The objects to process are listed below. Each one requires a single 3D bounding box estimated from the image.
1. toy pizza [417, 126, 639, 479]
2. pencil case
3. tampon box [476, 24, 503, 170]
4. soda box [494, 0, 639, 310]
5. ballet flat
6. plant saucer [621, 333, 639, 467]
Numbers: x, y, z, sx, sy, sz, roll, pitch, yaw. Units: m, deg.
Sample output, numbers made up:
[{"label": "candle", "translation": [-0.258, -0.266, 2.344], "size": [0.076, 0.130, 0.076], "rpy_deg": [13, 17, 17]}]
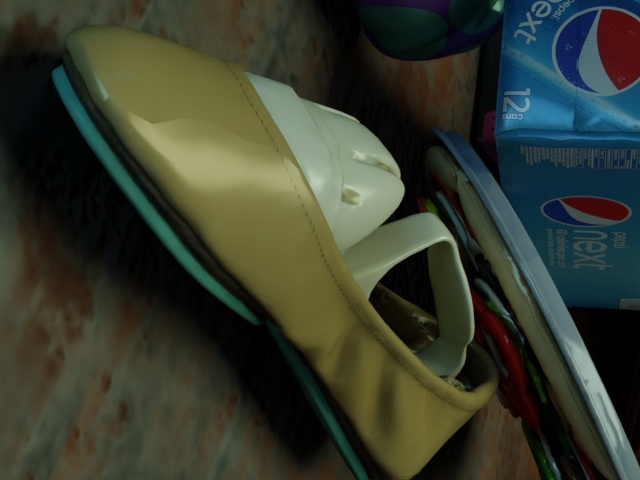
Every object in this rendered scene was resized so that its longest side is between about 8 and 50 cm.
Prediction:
[{"label": "toy pizza", "translation": [0.083, 0.047, 0.554], "size": [0.201, 0.032, 0.201], "rpy_deg": [64, 1, -3]}, {"label": "pencil case", "translation": [0.019, -0.129, 0.480], "size": [0.070, 0.064, 0.151], "rpy_deg": [52, 2, 37]}, {"label": "tampon box", "translation": [0.168, -0.065, 0.712], "size": [0.161, 0.120, 0.101], "rpy_deg": [43, 49, -54]}, {"label": "soda box", "translation": [0.114, -0.032, 0.561], "size": [0.210, 0.067, 0.071], "rpy_deg": [63, 32, -68]}, {"label": "ballet flat", "translation": [0.000, 0.000, 0.413], "size": [0.080, 0.073, 0.232], "rpy_deg": [59, 1, 38]}, {"label": "plant saucer", "translation": [0.258, 0.042, 0.861], "size": [0.259, 0.048, 0.258], "rpy_deg": [106, 6, -47]}]
